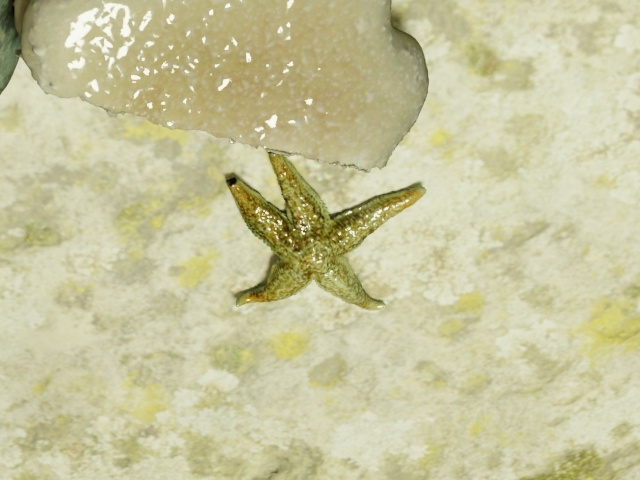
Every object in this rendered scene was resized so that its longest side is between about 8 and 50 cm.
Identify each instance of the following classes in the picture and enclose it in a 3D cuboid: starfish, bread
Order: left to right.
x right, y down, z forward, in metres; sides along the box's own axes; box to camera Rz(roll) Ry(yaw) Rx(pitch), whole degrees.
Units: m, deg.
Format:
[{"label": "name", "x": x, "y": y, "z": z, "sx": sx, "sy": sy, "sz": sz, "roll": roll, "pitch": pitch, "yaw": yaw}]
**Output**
[{"label": "bread", "x": -0.055, "y": -0.167, "z": 0.935, "sx": 0.337, "sy": 0.102, "sz": 0.183, "roll": 11, "pitch": 110, "yaw": -33}, {"label": "starfish", "x": 0.001, "y": 0.001, "z": 1.149, "sx": 0.216, "sy": 0.050, "sz": 0.223, "roll": -34, "pitch": 129, "yaw": 12}]

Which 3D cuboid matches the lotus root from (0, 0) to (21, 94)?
[{"label": "lotus root", "x": -0.287, "y": -0.191, "z": 0.884, "sx": 0.175, "sy": 0.175, "sz": 0.350, "roll": 2, "pitch": 138, "yaw": -7}]
